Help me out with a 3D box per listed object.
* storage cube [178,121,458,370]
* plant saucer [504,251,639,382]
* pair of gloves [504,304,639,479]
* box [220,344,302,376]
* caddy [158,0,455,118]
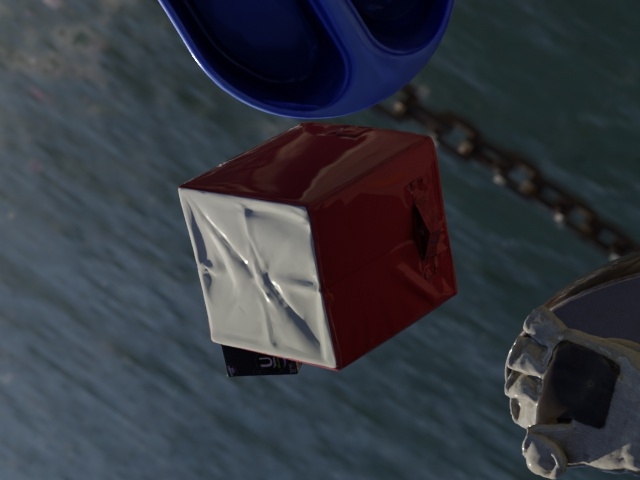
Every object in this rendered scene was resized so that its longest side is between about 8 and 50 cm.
[{"bbox_3d":[0.000,0.000,1.860,0.215,0.193,0.183,11,120,42],"label":"storage cube"},{"bbox_3d":[0.305,0.085,1.490,0.311,0.050,0.310,0,146,0],"label":"plant saucer"},{"bbox_3d":[0.174,0.183,1.258,0.042,0.240,0.204,18,-172,-43],"label":"pair of gloves"},{"bbox_3d":[-0.064,0.113,2.025,0.083,0.052,0.062,-3,114,16],"label":"box"},{"bbox_3d":[-0.035,-0.267,1.526,0.341,0.241,0.179,57,-178,-10],"label":"caddy"}]
